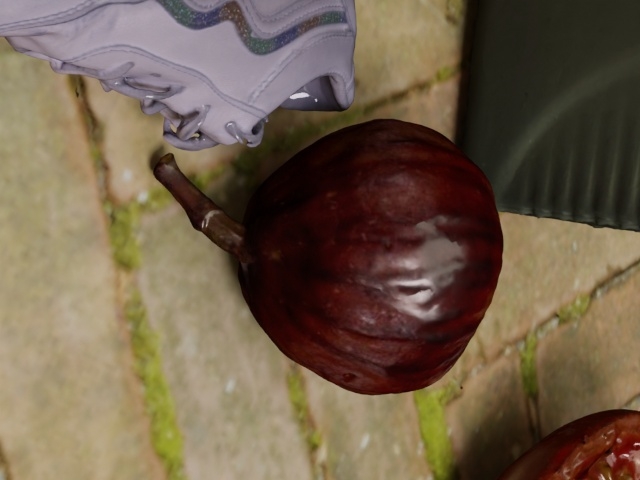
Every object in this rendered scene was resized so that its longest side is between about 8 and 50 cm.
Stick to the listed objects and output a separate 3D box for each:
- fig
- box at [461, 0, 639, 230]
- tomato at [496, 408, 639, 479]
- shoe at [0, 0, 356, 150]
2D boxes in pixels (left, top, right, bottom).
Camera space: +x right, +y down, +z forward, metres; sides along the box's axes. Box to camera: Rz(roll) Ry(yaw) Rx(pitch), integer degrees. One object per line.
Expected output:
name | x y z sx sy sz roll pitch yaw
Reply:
fig | 0.017 -0.002 0.574 0.150 0.128 0.128 45 63 -37
box | 0.195 -0.086 0.640 0.138 0.274 0.178 7 94 -41
tomato | 0.137 0.180 0.717 0.174 0.082 0.166 -47 117 -25
shoe | -0.068 -0.093 0.513 0.245 0.095 0.137 -28 108 -45
